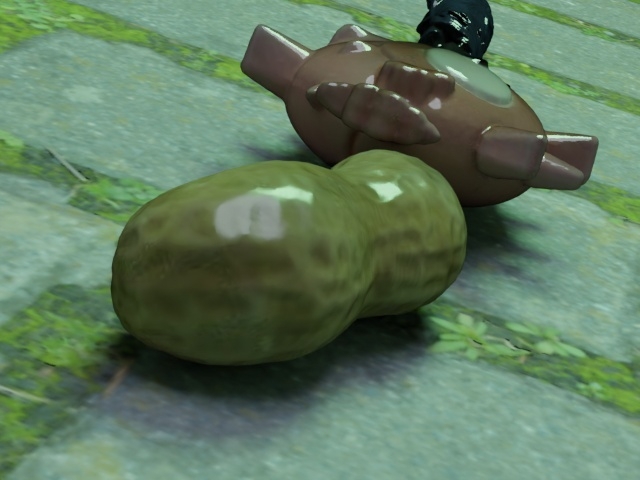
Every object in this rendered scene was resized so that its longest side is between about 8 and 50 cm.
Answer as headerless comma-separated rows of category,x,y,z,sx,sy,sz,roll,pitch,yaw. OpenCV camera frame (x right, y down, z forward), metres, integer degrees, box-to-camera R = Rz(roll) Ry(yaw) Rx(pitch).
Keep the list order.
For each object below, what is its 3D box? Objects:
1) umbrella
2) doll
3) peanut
umbrella,0.105,-0.158,1.100,0.071,0.071,0.248,17,27,2
doll,0.055,-0.070,0.789,0.211,0.093,0.262,21,7,15
peanut,0.000,0.001,0.619,0.104,0.085,0.228,9,14,38
